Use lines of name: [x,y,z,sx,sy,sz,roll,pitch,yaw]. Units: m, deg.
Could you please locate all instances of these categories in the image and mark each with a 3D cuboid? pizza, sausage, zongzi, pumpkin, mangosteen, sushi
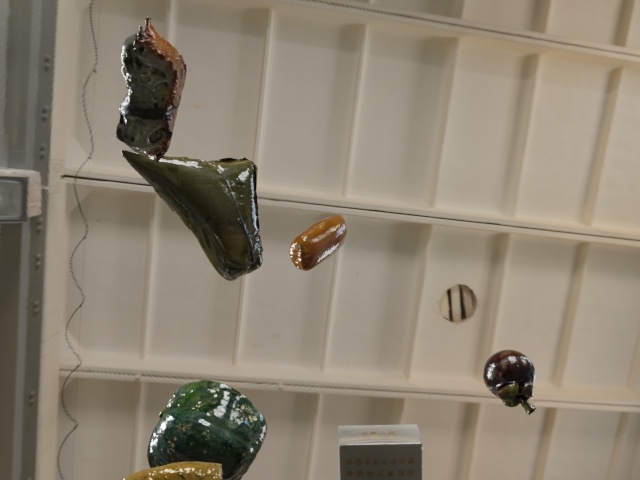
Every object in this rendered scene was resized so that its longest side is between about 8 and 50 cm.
pizza: [-0.204,0.399,0.681,0.154,0.069,0.193,-2,-89,-22]
sausage: [0.000,0.000,1.293,0.098,0.238,0.098,11,-66,27]
zongzi: [-0.339,-0.064,1.403,0.393,0.174,0.355,2,-107,-42]
pumpkin: [-0.290,0.509,1.243,0.263,0.197,0.293,35,-55,-7]
mangosteen: [0.597,0.433,1.602,0.173,0.184,0.172,4,-68,9]
sushi: [-0.373,-0.307,1.111,0.130,0.124,0.332,13,-52,-18]

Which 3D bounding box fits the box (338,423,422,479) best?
box: [0.108,0.456,0.931,0.150,0.067,0.233,-1,-78,4]
